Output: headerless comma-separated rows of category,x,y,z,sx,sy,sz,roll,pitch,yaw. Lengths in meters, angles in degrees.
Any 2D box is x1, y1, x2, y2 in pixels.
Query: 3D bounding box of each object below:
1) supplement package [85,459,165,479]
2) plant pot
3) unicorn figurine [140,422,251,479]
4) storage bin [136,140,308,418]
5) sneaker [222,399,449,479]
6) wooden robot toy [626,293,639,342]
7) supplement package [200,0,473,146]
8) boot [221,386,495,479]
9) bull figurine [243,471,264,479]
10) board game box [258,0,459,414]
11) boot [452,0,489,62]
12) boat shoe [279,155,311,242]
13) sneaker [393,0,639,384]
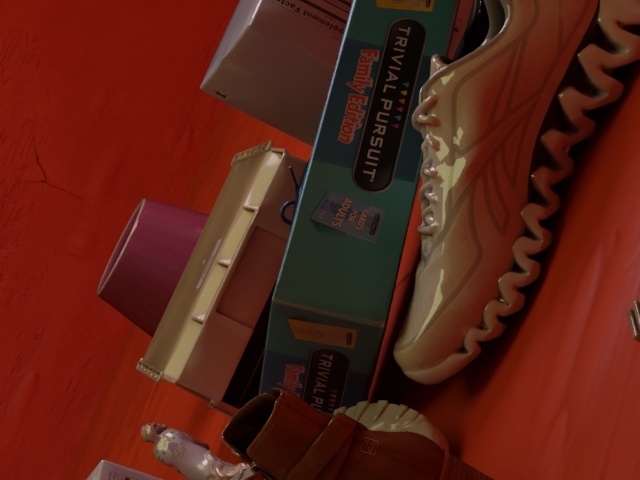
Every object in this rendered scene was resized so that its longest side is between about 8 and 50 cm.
supplement package,-0.173,0.341,1.378,0.262,0.145,0.204,-52,24,46
plant pot,-0.156,0.045,2.020,0.201,0.180,0.201,-60,10,18
unicorn figurine,-0.099,0.208,1.572,0.111,0.162,0.060,63,-138,-68
storage bin,-0.067,0.045,1.733,0.262,0.123,0.260,-65,11,-6
sneaker,0.007,0.183,1.135,0.235,0.095,0.090,-30,26,38
wooden robot toy,0.178,-0.026,0.765,0.173,0.079,0.076,-55,14,40
supplement package,0.039,-0.242,1.673,0.262,0.198,0.199,-67,11,-19
boot,0.009,0.147,0.985,0.197,0.152,0.073,-49,17,55
bull figurine,-0.012,0.221,0.888,0.101,0.188,0.310,-30,-9,-19
board game box,0.030,-0.026,1.280,0.254,0.079,0.336,100,-176,-59
boot,0.139,-0.176,1.375,0.137,0.077,0.198,128,166,-70
boat shoe,0.000,0.000,1.549,0.258,0.109,0.089,-68,7,-31
sneaker,0.104,-0.050,1.106,0.292,0.118,0.110,-66,12,-3
